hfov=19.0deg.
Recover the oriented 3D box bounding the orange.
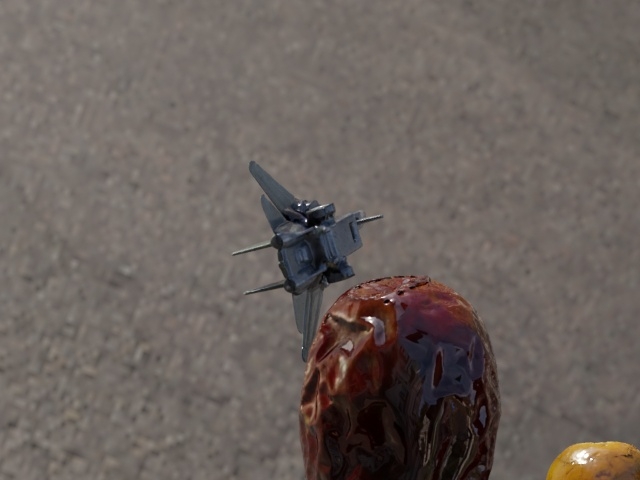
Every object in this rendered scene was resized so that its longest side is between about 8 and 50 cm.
[{"bbox_3d":[0.216,0.191,1.478,0.083,0.070,0.083,-4,-5,0],"label":"orange"}]

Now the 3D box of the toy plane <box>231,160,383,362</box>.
[{"bbox_3d":[0.010,-0.002,2.006,0.088,0.212,0.267,-12,7,30],"label":"toy plane"}]

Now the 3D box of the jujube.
[{"bbox_3d":[0.074,0.153,1.714,0.183,0.243,0.183,-1,7,0],"label":"jujube"}]
